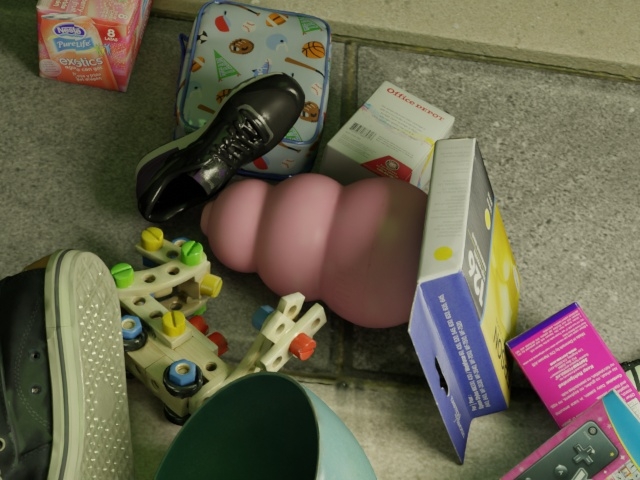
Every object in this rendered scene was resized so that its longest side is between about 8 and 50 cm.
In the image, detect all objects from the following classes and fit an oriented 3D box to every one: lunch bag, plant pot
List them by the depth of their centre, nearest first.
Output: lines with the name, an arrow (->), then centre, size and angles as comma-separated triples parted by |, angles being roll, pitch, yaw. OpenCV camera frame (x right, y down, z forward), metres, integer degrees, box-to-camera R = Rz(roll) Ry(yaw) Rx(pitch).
plant pot -> -0.038, 0.319, 1.271 | 0.195, 0.290, 0.290 | 34, 43, -32
lunch bag -> -0.108, -0.240, 1.760 | 0.243, 0.115, 0.303 | 7, 53, -2

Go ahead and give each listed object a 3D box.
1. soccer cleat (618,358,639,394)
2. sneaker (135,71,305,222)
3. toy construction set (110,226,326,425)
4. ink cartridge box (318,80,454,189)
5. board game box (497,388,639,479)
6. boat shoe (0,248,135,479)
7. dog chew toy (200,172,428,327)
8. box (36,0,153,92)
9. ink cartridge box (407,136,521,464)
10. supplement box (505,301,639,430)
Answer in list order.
soccer cleat -> 0.433, 0.188, 1.569 | 0.179, 0.060, 0.072 | -36, 65, -28
sneaker -> -0.133, -0.116, 1.580 | 0.283, 0.107, 0.124 | -36, 28, 13
toy construction set -> -0.151, 0.109, 1.442 | 0.328, 0.151, 0.215 | 23, 44, 39
ink cartridge box -> 0.096, -0.124, 1.697 | 0.128, 0.127, 0.176 | 31, 54, 14
board game box -> 0.291, 0.352, 1.296 | 0.303, 0.097, 0.224 | -40, 64, 5
boat shoe -> -0.312, 0.256, 1.285 | 0.156, 0.187, 0.499 | -11, 70, 13
dog chew toy -> 0.000, 0.000, 1.548 | 0.332, 0.206, 0.206 | 12, 51, 8
box -> -0.346, -0.401, 1.810 | 0.142, 0.154, 0.299 | 10, 51, -3
ink cartridge box -> 0.193, 0.079, 1.458 | 0.072, 0.303, 0.307 | -5, 48, 18
supplement box -> 0.351, 0.207, 1.473 | 0.114, 0.111, 0.220 | -32, 65, 8
